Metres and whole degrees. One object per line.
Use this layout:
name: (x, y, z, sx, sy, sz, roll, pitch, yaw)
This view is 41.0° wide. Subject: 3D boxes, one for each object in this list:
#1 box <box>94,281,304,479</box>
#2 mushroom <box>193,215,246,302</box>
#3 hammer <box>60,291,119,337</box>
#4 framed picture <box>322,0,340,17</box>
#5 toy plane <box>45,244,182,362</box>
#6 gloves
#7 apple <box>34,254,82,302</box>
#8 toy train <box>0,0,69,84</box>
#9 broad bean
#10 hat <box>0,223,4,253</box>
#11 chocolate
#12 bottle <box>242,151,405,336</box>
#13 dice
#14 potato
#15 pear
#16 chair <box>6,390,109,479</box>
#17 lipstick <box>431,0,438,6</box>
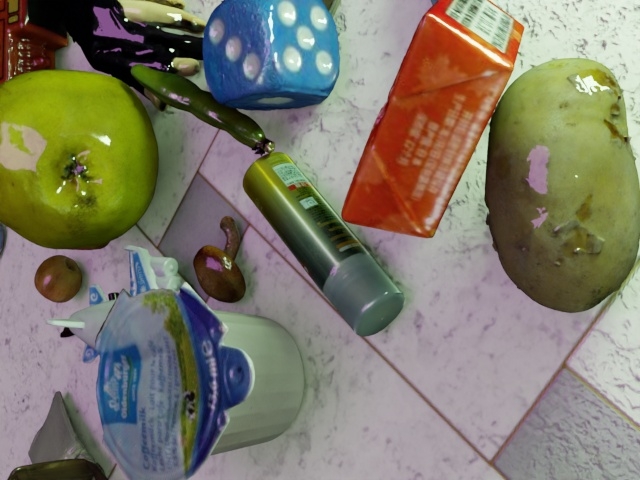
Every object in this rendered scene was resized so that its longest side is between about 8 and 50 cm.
box: (-0.131, 0.179, 1.139, 0.291, 0.206, 0.262, -18, 75, 36)
mushroom: (-0.151, 0.028, 1.259, 0.088, 0.072, 0.130, 147, 122, -65)
hammer: (-0.398, 0.140, 1.485, 0.178, 0.021, 0.065, -21, 72, 39)
framed picture: (-0.002, -0.375, 1.219, 0.109, 0.011, 0.149, 36, 107, 36)
toy plane: (-0.293, 0.141, 1.328, 0.266, 0.122, 0.267, -3, 85, 30)
gloves: (-0.299, -0.321, 1.386, 0.301, 0.152, 0.197, 19, 125, 25)
apple: (-0.459, 0.066, 1.502, 0.071, 0.084, 0.084, -51, 57, 13)
toy train: (-0.590, -0.350, 1.610, 0.231, 0.163, 0.369, -8, 80, 30)
broad bean: (-0.166, -0.194, 1.239, 0.297, 0.060, 0.043, 31, 123, 26)
hat: (-0.716, -0.022, 1.722, 0.191, 0.078, 0.138, 22, 97, 39)
chocolate: (0.127, -0.142, 0.924, 0.108, 0.237, 0.235, 25, 118, 6)
bottle: (0.000, 0.000, 1.130, 0.082, 0.082, 0.286, -53, 56, 22)
dice: (-0.068, -0.255, 1.169, 0.146, 0.143, 0.146, -8, 88, 43)
potato: (0.249, -0.057, 0.879, 0.165, 0.165, 0.262, -5, 81, 39)
pear: (-0.412, -0.145, 1.370, 0.287, 0.287, 0.375, -64, 29, 14)
chair: (-0.446, 0.405, 1.391, 0.319, 0.186, 0.160, 41, 116, 32)
lipstick: (0.149, -0.371, 1.061, 0.068, 0.061, 0.274, -29, 67, 43)
